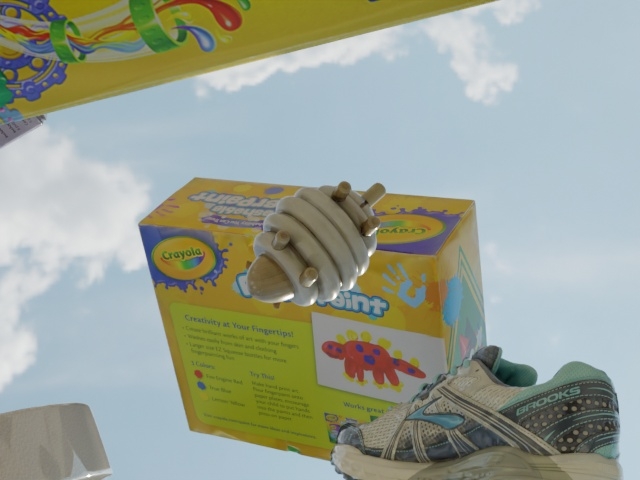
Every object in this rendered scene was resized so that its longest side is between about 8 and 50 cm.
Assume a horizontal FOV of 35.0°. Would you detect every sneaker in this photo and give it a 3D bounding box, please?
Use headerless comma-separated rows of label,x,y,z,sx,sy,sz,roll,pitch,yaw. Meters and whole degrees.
sneaker,0.120,0.148,0.789,0.110,0.122,0.283,24,160,-34

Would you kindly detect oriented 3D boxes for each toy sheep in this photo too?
toy sheep,0.000,0.000,0.738,0.132,0.091,0.091,-34,-132,-18

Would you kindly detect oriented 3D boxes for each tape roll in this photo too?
tape roll,-0.380,0.244,0.901,0.392,0.392,0.072,-15,-104,-27

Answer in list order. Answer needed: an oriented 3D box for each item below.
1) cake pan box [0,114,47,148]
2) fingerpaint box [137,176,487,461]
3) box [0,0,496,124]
cake pan box,-0.404,-0.147,0.840,0.245,0.267,0.070,-30,-146,11
fingerpaint box,0.002,0.118,1.437,0.445,0.371,0.163,5,-149,27
box,-0.020,-0.212,0.405,0.290,0.177,0.279,-14,-145,-1
